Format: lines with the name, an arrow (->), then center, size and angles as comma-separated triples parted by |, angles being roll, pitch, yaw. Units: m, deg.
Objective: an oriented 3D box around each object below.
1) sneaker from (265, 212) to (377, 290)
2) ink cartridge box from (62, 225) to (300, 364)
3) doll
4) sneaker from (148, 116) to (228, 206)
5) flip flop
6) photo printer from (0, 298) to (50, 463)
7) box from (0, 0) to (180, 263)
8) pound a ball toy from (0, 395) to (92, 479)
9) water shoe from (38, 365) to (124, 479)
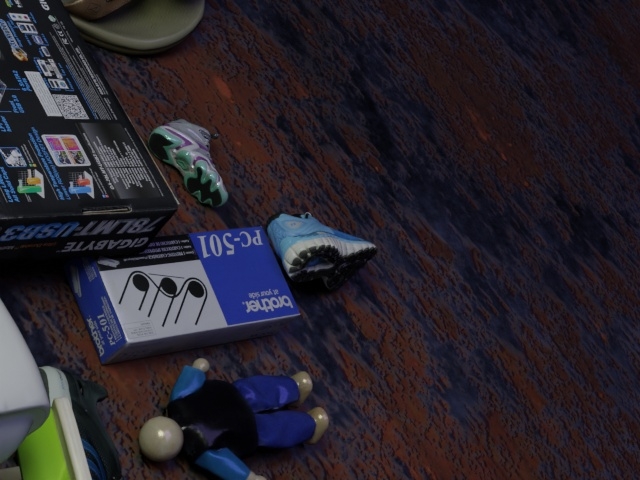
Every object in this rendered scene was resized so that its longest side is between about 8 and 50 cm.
sneaker -> 0.000, 0.000, 1.428 | 0.073, 0.063, 0.162 | 51, 13, 22
ink cartridge box -> -0.120, 0.045, 1.311 | 0.207, 0.046, 0.097 | -6, 65, -46
doll -> -0.075, 0.159, 1.262 | 0.189, 0.046, 0.129 | -3, 61, -45
sneaker -> -0.114, -0.082, 1.426 | 0.098, 0.038, 0.069 | 48, 39, -2
flip flop -> -0.225, -0.258, 1.429 | 0.277, 0.080, 0.112 | 12, 52, -37
photo printer -> -0.300, 0.040, 0.860 | 0.256, 0.107, 0.307 | 52, 14, 13
box -> -0.299, -0.115, 1.193 | 0.293, 0.073, 0.295 | -6, 57, -48
pound a ball toy -> -0.246, 0.240, 0.967 | 0.208, 0.136, 0.319 | -8, 54, -22
water shoe -> -0.179, 0.189, 1.118 | 0.080, 0.073, 0.203 | 16, 51, -44
